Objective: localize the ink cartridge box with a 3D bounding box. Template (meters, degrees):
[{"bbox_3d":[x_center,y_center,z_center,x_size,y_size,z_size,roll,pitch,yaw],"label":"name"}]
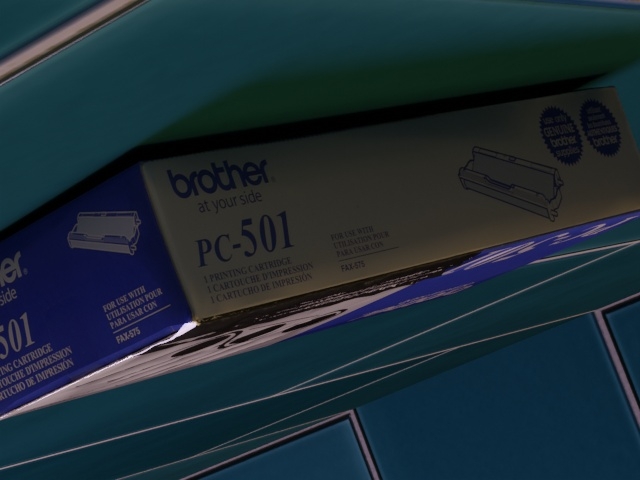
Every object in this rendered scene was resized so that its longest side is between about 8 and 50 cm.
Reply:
[{"bbox_3d":[0.000,0.000,0.573,0.097,0.046,0.207,-26,172,42],"label":"ink cartridge box"}]
